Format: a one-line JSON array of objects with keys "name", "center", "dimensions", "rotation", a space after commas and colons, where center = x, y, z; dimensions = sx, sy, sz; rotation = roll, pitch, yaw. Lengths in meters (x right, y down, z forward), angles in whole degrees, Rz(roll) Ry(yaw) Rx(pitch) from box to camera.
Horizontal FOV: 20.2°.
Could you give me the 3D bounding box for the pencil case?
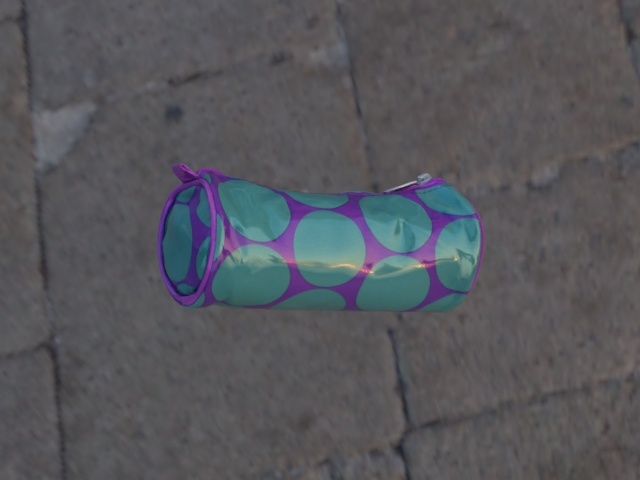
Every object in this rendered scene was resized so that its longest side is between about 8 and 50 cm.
[{"name": "pencil case", "center": [0.000, 0.000, 0.874], "dimensions": [0.151, 0.064, 0.070], "rotation": [1, 88, -27]}]
